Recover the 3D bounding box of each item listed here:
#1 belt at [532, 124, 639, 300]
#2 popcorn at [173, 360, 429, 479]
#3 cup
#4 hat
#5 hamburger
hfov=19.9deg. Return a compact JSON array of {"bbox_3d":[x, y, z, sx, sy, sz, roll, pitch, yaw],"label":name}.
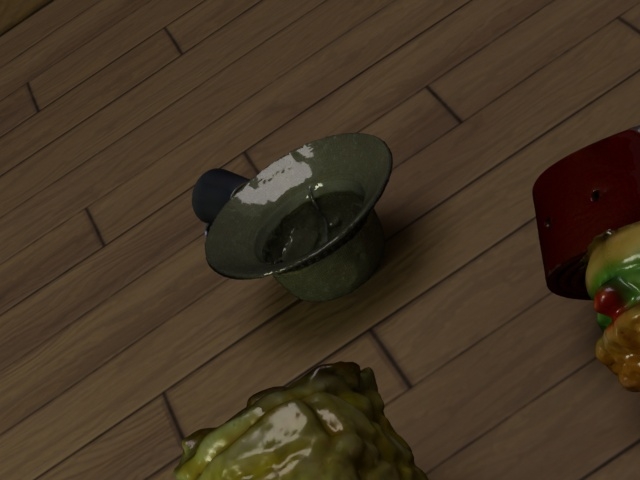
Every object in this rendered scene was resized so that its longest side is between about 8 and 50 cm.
[{"bbox_3d":[0.363,-0.037,1.792,0.324,0.227,0.115,-21,67,37],"label":"belt"},{"bbox_3d":[-0.012,0.254,1.740,0.293,0.237,0.293,-32,-14,-9],"label":"popcorn"},{"bbox_3d":[-0.123,-0.042,2.452,0.077,0.078,0.100,18,91,49],"label":"cup"},{"bbox_3d":[0.000,0.000,2.203,0.257,0.130,0.257,-24,31,15],"label":"hat"},{"bbox_3d":[0.353,0.066,1.690,0.237,0.237,0.149,-16,67,28],"label":"hamburger"}]
